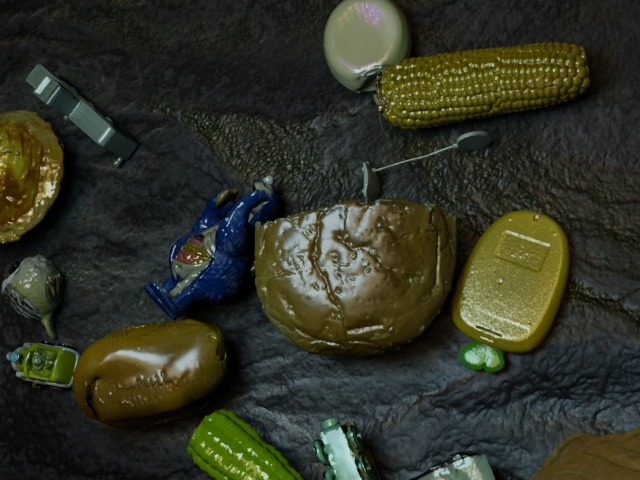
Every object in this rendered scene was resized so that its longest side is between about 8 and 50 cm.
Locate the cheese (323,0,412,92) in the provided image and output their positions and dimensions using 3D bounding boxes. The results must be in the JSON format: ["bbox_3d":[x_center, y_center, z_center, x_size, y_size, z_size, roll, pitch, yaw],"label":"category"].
[{"bbox_3d":[0.063,-0.339,1.727,0.137,0.064,0.227,-17,71,15],"label":"cheese"}]

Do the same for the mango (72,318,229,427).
[{"bbox_3d":[-0.247,0.189,1.670,0.248,0.156,0.151,-20,33,19],"label":"mango"}]

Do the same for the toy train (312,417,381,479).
[{"bbox_3d":[0.049,0.326,1.528,0.074,0.118,0.176,-26,63,9],"label":"toy train"}]

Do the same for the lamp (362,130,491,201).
[{"bbox_3d":[0.153,-0.110,1.634,0.198,0.050,0.056,-16,67,20],"label":"lamp"}]

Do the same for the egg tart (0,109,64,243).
[{"bbox_3d":[-0.516,-0.101,1.887,0.241,0.106,0.241,-6,73,19],"label":"egg tart"}]

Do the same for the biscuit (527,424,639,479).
[{"bbox_3d":[0.343,0.319,1.326,0.376,0.051,0.269,-41,28,-31],"label":"biscuit"}]

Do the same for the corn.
[{"bbox_3d":[0.226,-0.220,1.602,0.305,0.106,0.106,-5,74,20],"label":"corn"}]

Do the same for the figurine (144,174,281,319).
[{"bbox_3d":[-0.145,0.016,1.691,0.262,0.164,0.121,-45,107,1],"label":"figurine"}]

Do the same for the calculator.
[{"bbox_3d":[0.257,0.070,1.549,0.146,0.032,0.235,19,82,26],"label":"calculator"}]

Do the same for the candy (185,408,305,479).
[{"bbox_3d":[-0.091,0.323,1.597,0.209,0.097,0.097,33,90,23],"label":"candy"}]

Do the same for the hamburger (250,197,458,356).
[{"bbox_3d":[0.041,0.056,1.575,0.308,0.132,0.211,-5,85,15],"label":"hamburger"}]

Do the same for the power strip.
[{"bbox_3d":[-0.409,-0.216,1.850,0.215,0.145,0.061,38,91,27],"label":"power strip"}]

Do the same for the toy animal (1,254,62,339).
[{"bbox_3d":[-0.466,0.091,1.824,0.098,0.098,0.137,2,98,23],"label":"toy animal"}]

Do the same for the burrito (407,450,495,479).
[{"bbox_3d":[0.198,0.394,1.459,0.144,0.089,0.229,-34,64,27],"label":"burrito"}]

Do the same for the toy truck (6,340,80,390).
[{"bbox_3d":[-0.442,0.194,1.789,0.111,0.077,0.076,5,78,24],"label":"toy truck"}]
